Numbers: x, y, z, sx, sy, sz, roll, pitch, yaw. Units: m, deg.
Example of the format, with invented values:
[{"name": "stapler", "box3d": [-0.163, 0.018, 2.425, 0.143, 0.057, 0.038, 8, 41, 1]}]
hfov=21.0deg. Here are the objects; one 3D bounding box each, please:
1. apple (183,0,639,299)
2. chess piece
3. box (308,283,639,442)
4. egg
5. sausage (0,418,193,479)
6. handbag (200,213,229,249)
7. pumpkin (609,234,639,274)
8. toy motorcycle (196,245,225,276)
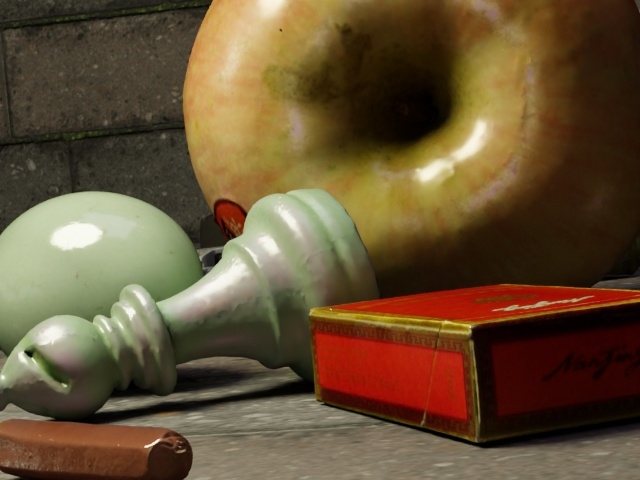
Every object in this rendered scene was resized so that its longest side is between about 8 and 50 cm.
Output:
[{"name": "apple", "box3d": [0.091, -0.104, 1.426, 0.391, 0.391, 0.346, -5, 4, 10]}, {"name": "chess piece", "box3d": [-0.102, 0.063, 1.178, 0.272, 0.139, 0.139, -18, 8, -23]}, {"name": "box", "box3d": [0.106, 0.068, 1.046, 0.153, 0.074, 0.240, -2, 1, -22]}, {"name": "egg", "box3d": [-0.172, 0.038, 1.307, 0.192, 0.149, 0.149, -5, 2, 39]}, {"name": "sausage", "box3d": [-0.122, 0.111, 0.904, 0.147, 0.035, 0.030, 0, 2, 42]}, {"name": "handbag", "box3d": [0.000, 0.000, 2.016, 0.223, 0.080, 0.247, 10, -18, -31]}, {"name": "pumpkin", "box3d": [0.216, -0.034, 1.915, 0.278, 0.163, 0.111, -4, 2, 43]}, {"name": "toy motorcycle", "box3d": [-0.093, 0.043, 1.856, 0.122, 0.080, 0.215, -8, 9, -11]}]
